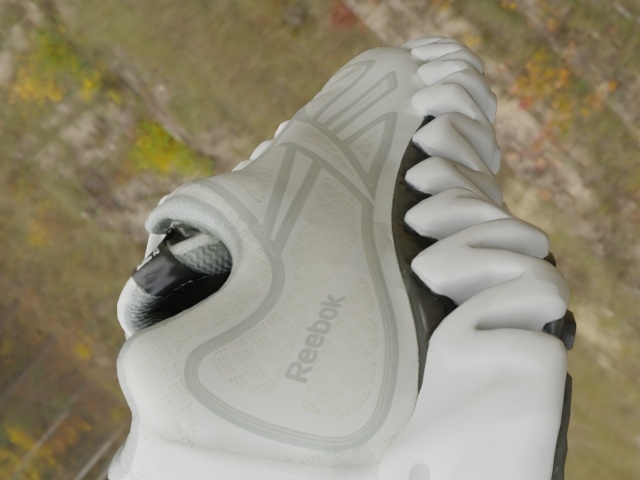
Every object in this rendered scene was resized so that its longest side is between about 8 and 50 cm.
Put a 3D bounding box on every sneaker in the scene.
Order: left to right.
[{"bbox_3d":[0.000,0.000,0.442,0.118,0.110,0.292,2,-159,-2],"label":"sneaker"}]
